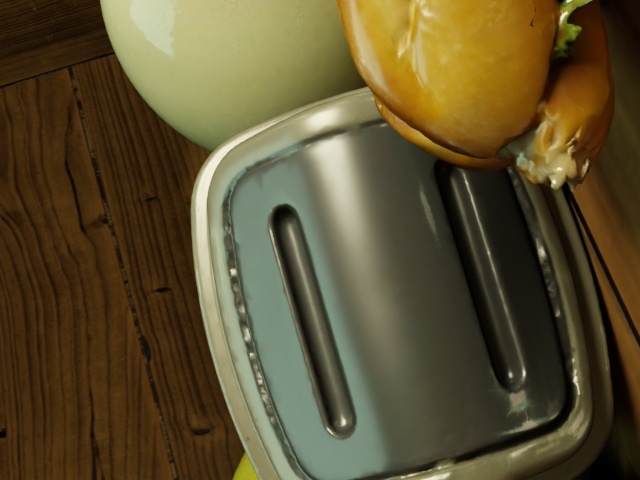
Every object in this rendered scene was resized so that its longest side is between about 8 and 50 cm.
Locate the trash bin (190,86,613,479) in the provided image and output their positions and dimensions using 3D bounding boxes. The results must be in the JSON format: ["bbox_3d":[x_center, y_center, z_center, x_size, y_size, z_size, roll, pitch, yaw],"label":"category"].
[{"bbox_3d":[0.042,0.038,0.633,0.290,0.182,0.209,53,-160,-83],"label":"trash bin"}]

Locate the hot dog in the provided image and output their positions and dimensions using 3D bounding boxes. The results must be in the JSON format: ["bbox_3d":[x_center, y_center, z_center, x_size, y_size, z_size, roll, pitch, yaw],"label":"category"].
[{"bbox_3d":[0.029,-0.172,0.401,0.135,0.100,0.337,43,-150,-79],"label":"hot dog"}]

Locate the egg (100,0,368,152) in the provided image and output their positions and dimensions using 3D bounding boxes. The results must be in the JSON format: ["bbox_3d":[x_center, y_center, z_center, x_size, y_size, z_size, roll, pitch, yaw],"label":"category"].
[{"bbox_3d":[-0.027,-0.137,0.700,0.253,0.188,0.188,67,-176,-69],"label":"egg"}]

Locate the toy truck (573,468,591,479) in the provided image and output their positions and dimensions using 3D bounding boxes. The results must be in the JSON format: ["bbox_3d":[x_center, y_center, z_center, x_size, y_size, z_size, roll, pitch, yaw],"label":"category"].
[{"bbox_3d":[0.084,0.219,0.563,0.387,0.207,0.173,158,95,-87],"label":"toy truck"}]

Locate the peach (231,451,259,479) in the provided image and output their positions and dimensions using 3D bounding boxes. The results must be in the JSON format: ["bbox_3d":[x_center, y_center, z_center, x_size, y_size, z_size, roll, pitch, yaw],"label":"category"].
[{"bbox_3d":[0.044,0.229,1.105,0.248,0.274,0.245,29,-170,39],"label":"peach"}]
